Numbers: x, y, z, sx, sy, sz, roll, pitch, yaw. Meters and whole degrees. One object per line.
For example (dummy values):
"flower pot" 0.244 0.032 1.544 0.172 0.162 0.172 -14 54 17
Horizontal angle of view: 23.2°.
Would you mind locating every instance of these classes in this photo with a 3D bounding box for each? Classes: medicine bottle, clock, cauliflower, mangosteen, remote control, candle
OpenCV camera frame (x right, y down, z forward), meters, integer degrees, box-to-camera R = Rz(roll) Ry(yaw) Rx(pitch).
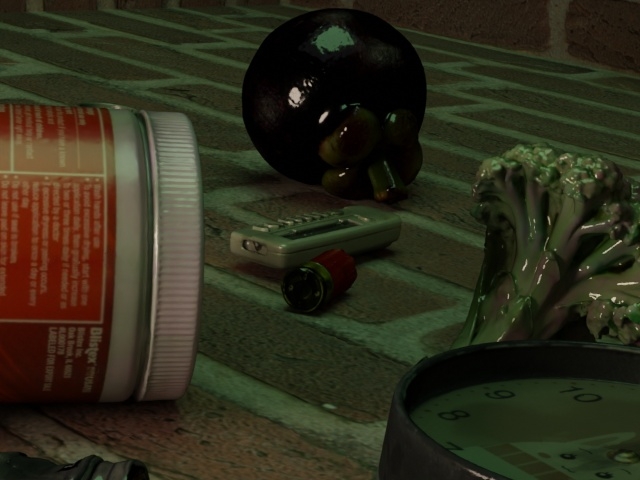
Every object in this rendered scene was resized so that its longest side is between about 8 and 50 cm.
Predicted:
"medicine bottle" -0.233 0.011 1.316 0.241 0.252 0.252 1 16 -12
"clock" 0.234 0.170 1.208 0.386 0.076 0.386 4 15 -1
"cauliflower" 0.211 0.046 1.474 0.239 0.315 0.256 42 -13 6
"mangosteen" 0.035 -0.169 2.150 0.275 0.275 0.302 -8 55 -38
"remote control" 0.000 -0.001 1.819 0.090 0.049 0.230 18 19 38
"candle" 0.004 0.039 1.674 0.052 0.052 0.131 10 15 19

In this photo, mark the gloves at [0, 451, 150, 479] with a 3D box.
"gloves" -0.249 0.163 1.026 0.286 0.119 0.142 19 5 2

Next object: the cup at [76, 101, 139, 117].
"cup" -0.271 -0.096 1.919 0.120 0.141 0.120 4 13 -1
